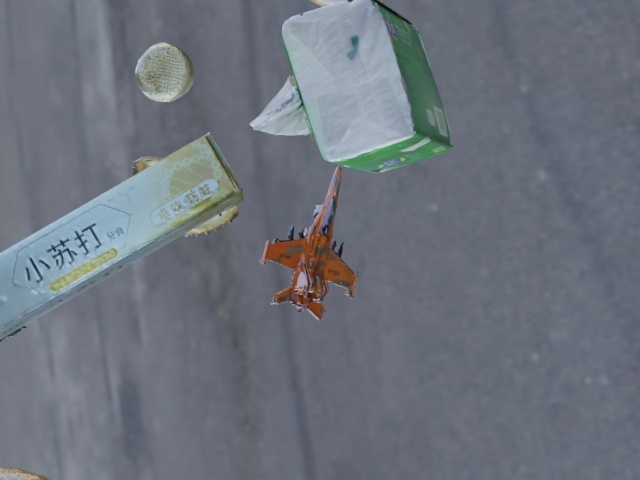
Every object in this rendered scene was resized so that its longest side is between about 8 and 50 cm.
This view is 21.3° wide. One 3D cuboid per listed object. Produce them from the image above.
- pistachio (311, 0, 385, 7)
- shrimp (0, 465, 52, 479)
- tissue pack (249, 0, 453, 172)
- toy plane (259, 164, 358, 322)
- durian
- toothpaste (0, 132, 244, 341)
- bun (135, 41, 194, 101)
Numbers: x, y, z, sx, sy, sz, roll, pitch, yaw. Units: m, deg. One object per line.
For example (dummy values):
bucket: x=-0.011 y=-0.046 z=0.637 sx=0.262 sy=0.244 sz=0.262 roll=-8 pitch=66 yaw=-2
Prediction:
pistachio: x=0.003 y=-0.400 z=2.111 sx=0.293 sy=0.181 sz=0.162 roll=53 pitch=128 yaw=29
shrimp: x=-0.224 y=0.253 z=1.360 sx=0.185 sy=0.287 sz=0.068 roll=66 pitch=-150 yaw=-28
tissue pack: x=0.026 y=-0.144 z=1.693 sx=0.209 sy=0.156 sz=0.148 roll=-2 pitch=-104 yaw=-75
toy plane: x=-0.006 y=0.001 z=2.086 sx=0.062 sy=0.135 sz=0.188 roll=-19 pitch=57 yaw=57
durian: x=-0.145 y=-0.040 z=1.742 sx=0.066 sy=0.130 sz=0.052 roll=-37 pitch=35 yaw=45
toothpaste: x=-0.218 y=0.010 z=1.516 sx=0.071 sy=0.313 sz=0.089 roll=60 pitch=176 yaw=2
bun: x=-0.222 y=-0.237 z=2.429 sx=0.055 sy=0.086 sz=0.086 roll=94 pitch=166 yaw=-82
